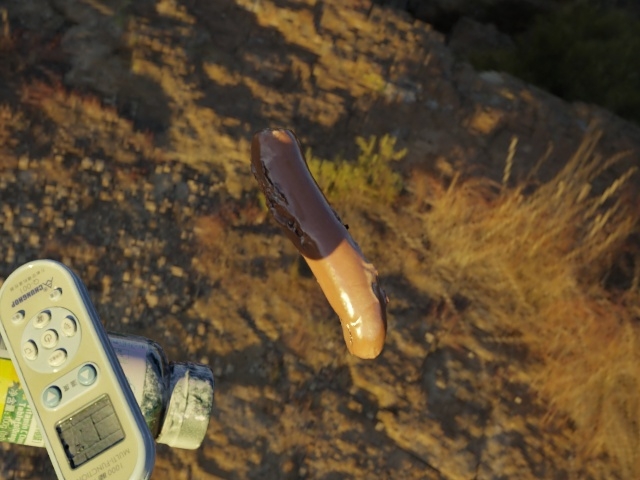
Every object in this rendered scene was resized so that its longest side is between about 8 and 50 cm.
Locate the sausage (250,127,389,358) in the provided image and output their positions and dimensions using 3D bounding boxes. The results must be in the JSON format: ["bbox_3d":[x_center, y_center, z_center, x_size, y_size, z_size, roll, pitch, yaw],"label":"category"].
[{"bbox_3d":[0.001,0.000,1.286,0.078,0.078,0.304,-26,85,-40],"label":"sausage"}]

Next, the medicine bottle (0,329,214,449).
[{"bbox_3d":[-0.272,0.167,1.230,0.293,0.141,0.141,11,42,-18],"label":"medicine bottle"}]

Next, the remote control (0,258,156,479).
[{"bbox_3d":[-0.218,0.124,0.966,0.087,0.047,0.244,-30,65,1],"label":"remote control"}]
